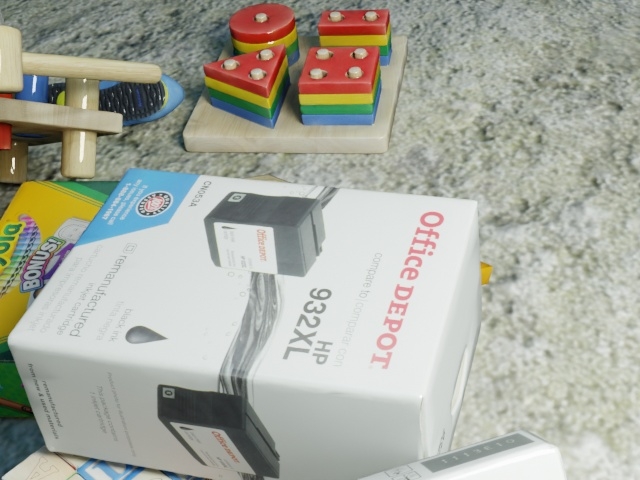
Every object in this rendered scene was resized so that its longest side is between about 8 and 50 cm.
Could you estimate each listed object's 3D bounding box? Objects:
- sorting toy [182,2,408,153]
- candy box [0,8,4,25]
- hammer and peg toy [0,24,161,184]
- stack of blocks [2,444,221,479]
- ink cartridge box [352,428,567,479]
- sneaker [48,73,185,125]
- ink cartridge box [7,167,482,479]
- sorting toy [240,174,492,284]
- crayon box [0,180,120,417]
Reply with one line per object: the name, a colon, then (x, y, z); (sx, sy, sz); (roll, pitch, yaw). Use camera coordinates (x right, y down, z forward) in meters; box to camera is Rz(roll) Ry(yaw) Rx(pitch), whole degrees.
sorting toy: (-0.029, -0.221, 1.341); (0.256, 0.089, 0.257); (1, 40, 11)
candy box: (-0.538, -0.304, 1.558); (0.109, 0.053, 0.186); (-12, 37, -5)
hammer and peg toy: (-0.346, -0.129, 1.100); (0.266, 0.127, 0.361); (3, -1, -40)
stack of blocks: (-0.083, 0.172, 0.861); (0.171, 0.087, 0.297); (27, 50, 35)
ink cartridge box: (0.043, 0.273, 0.654); (0.275, 0.238, 0.060); (-15, 4, -9)
sneaker: (-0.277, -0.177, 1.360); (0.209, 0.069, 0.082); (-5, 5, 16)
ink cartridge box: (-0.043, 0.066, 0.812); (0.308, 0.129, 0.223); (6, 40, 16)
sorting toy: (0.000, 0.000, 1.037); (0.307, 0.041, 0.229); (23, 18, 32)
crayon box: (-0.259, 0.051, 1.046); (0.165, 0.081, 0.278); (0, 39, 9)
